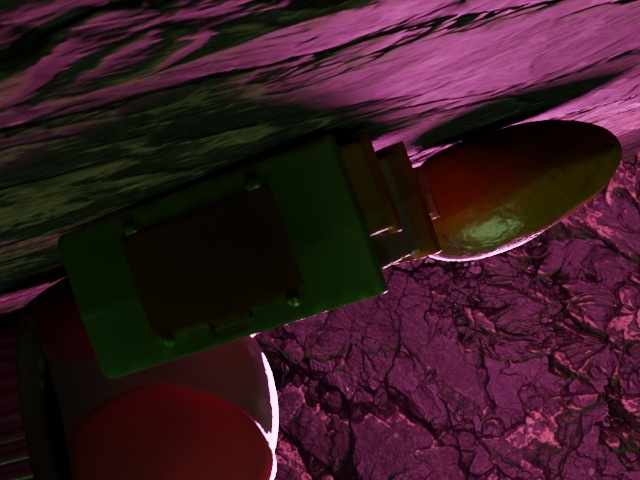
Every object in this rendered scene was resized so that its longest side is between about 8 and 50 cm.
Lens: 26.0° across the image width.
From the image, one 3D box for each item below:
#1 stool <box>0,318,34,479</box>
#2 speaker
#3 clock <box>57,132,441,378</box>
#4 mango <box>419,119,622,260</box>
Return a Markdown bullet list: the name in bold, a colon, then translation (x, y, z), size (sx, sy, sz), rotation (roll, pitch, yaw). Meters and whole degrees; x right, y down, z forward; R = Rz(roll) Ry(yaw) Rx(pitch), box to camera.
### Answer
- **stool**: translation (-0.388, 0.242, 1.545), size (0.330, 0.297, 0.297), rotation (-10, 172, -42)
- **speaker**: translation (-0.170, 0.172, 1.276), size (0.294, 0.294, 0.294), rotation (-19, 177, -1)
- **clock**: translation (-0.027, -0.004, 1.021), size (0.220, 0.106, 0.255), rotation (-19, -178, 23)
- **mango**: translation (0.179, -0.051, 1.286), size (0.227, 0.109, 0.147), rotation (-20, 173, -10)
